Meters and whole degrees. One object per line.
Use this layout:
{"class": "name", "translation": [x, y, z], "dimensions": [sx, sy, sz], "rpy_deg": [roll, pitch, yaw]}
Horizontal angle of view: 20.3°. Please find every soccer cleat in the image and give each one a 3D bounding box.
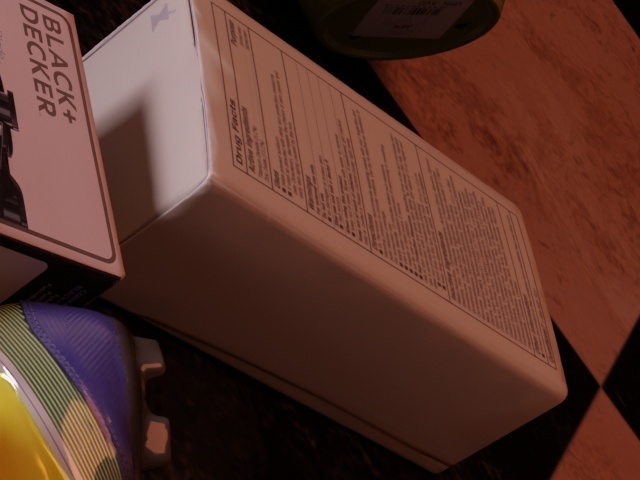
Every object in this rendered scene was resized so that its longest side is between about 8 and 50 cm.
{"class": "soccer cleat", "translation": [-0.122, 0.153, 0.733], "dimensions": [0.121, 0.093, 0.289], "rpy_deg": [6, 53, -18]}

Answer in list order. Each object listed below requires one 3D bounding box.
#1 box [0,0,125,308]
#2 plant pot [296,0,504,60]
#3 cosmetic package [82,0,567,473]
{"class": "box", "translation": [-0.228, -0.069, 0.776], "dimensions": [0.290, 0.087, 0.169], "rpy_deg": [25, 40, -45]}
{"class": "plant pot", "translation": [0.047, -0.294, 1.320], "dimensions": [0.275, 0.275, 0.293], "rpy_deg": [16, 63, -51]}
{"class": "cosmetic package", "translation": [0.000, 0.000, 1.040], "dimensions": [0.309, 0.113, 0.160], "rpy_deg": [32, 36, -37]}
